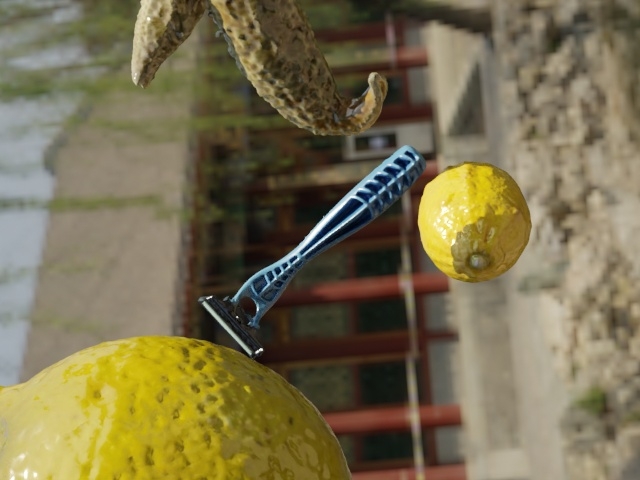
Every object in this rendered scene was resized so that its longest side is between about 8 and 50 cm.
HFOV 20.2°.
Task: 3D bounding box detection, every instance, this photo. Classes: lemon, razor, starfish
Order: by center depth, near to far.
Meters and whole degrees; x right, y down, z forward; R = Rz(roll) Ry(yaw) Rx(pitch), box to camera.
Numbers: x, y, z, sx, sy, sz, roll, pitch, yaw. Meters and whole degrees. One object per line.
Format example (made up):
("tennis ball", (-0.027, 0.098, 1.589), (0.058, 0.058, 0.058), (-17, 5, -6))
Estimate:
("lemon", (-0.108, 0.172, 1.126), (0.228, 0.253, 0.228), (-168, 90, -82))
("razor", (0.000, 0.000, 1.724), (0.082, 0.253, 0.042), (46, -173, -15))
("starfish", (-0.038, -0.321, 1.731), (0.082, 0.324, 0.432), (-105, 25, -77))
("lemon", (0.156, -0.017, 1.809), (0.155, 0.114, 0.114), (-99, 1, -58))
